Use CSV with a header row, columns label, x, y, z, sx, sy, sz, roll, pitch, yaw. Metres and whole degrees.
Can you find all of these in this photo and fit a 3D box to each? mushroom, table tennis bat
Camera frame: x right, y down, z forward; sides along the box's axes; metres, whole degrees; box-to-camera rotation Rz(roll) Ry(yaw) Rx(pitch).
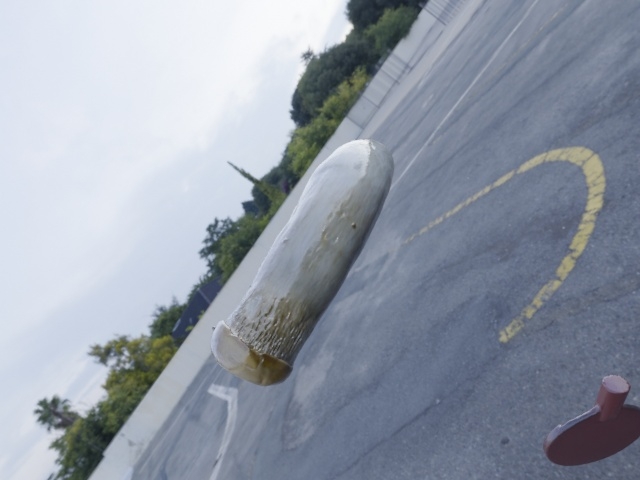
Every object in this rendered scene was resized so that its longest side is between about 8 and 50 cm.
label,x,y,z,sx,sy,sz,roll,pitch,yaw
mushroom,0.000,0.000,0.489,0.351,0.094,0.123,-57,-11,-32
table tennis bat,0.542,0.364,0.852,0.038,0.200,0.310,-103,-1,-51
